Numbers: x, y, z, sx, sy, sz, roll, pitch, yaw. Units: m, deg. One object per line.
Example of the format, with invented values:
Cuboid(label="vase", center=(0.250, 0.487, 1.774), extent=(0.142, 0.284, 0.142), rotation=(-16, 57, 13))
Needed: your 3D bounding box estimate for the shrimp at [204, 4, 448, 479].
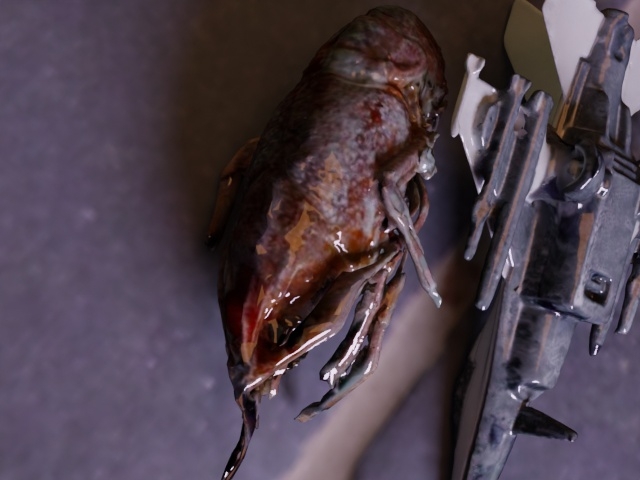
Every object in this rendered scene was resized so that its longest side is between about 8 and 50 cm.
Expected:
Cuboid(label="shrimp", center=(0.000, -0.001, 0.402), extent=(0.073, 0.075, 0.190), rotation=(34, 63, -33))

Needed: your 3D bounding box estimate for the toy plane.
Cuboid(label="toy plane", center=(0.095, 0.004, 0.432), extent=(0.160, 0.082, 0.234), rotation=(22, 71, -44))
